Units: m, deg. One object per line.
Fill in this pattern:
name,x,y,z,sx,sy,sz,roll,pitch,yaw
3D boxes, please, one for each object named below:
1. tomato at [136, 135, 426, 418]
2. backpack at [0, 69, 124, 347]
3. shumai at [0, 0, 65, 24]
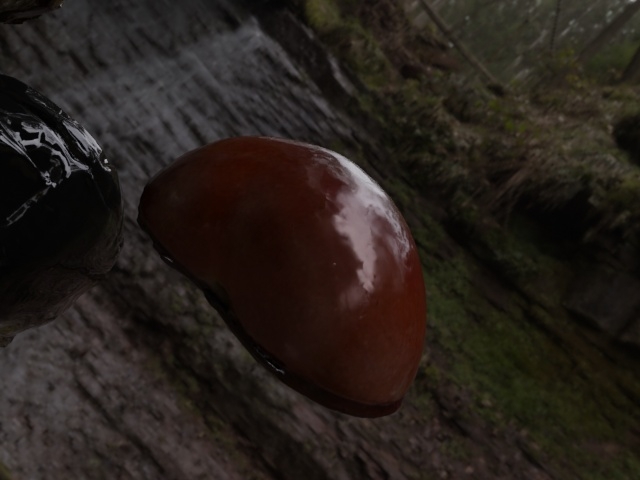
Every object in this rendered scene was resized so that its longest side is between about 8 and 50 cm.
tomato,0.000,0.000,0.608,0.228,0.112,0.199,44,17,14
backpack,-0.392,-0.088,0.786,0.445,0.255,0.363,41,-16,2
shumai,-0.232,-0.226,0.741,0.123,0.139,0.105,30,4,32
